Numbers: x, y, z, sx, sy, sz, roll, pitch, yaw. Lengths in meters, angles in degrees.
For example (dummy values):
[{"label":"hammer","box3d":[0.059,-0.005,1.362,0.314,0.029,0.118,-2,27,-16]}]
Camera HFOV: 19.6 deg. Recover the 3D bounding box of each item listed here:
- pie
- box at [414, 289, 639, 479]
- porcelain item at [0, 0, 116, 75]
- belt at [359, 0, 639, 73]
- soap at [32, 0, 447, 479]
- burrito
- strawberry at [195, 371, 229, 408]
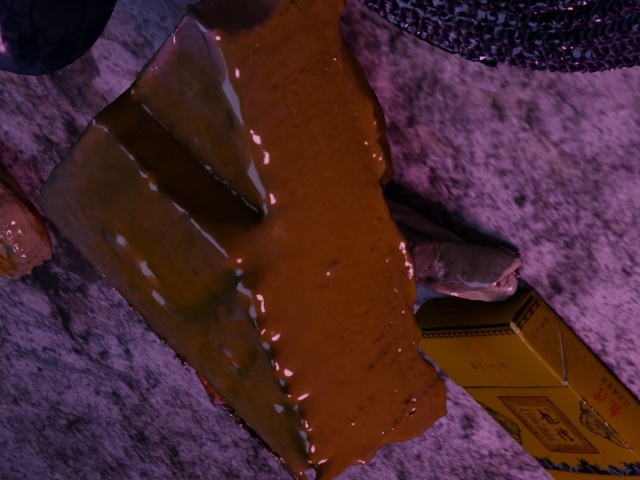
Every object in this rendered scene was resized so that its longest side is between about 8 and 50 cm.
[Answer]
[{"label":"pie","box3d":[-0.359,-0.044,1.894,0.205,0.084,0.179,33,156,15]},{"label":"box","box3d":[0.206,0.147,1.490,0.279,0.041,0.153,45,158,-18]},{"label":"porcelain item","box3d":[-0.221,-0.195,1.318,0.114,0.147,0.147,20,152,32]},{"label":"belt","box3d":[0.093,-0.196,0.892,0.260,0.122,0.325,42,157,-23]},{"label":"soap","box3d":[0.000,0.000,1.277,0.338,0.169,0.304,47,148,-3]},{"label":"burrito","box3d":[0.047,-0.009,1.409,0.229,0.063,0.058,22,114,18]},{"label":"strawberry","box3d":[-0.077,0.106,1.776,0.146,0.082,0.187,5,135,44]}]
